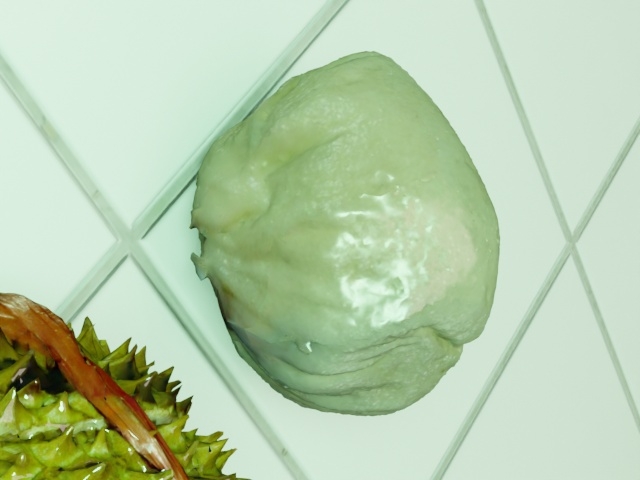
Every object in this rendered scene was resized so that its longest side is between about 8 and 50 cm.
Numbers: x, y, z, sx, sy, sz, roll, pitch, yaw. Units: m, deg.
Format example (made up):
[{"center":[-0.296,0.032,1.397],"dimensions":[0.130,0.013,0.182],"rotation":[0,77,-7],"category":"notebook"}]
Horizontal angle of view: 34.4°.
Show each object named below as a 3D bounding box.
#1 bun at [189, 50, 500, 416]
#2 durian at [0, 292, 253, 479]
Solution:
[{"center":[0.008,0.008,0.796],"dimensions":[0.204,0.281,0.282],"rotation":[-28,119,-15],"category":"bun"},{"center":[-0.209,0.183,0.518],"dimensions":[0.384,0.347,0.348],"rotation":[-4,100,-29],"category":"durian"}]
